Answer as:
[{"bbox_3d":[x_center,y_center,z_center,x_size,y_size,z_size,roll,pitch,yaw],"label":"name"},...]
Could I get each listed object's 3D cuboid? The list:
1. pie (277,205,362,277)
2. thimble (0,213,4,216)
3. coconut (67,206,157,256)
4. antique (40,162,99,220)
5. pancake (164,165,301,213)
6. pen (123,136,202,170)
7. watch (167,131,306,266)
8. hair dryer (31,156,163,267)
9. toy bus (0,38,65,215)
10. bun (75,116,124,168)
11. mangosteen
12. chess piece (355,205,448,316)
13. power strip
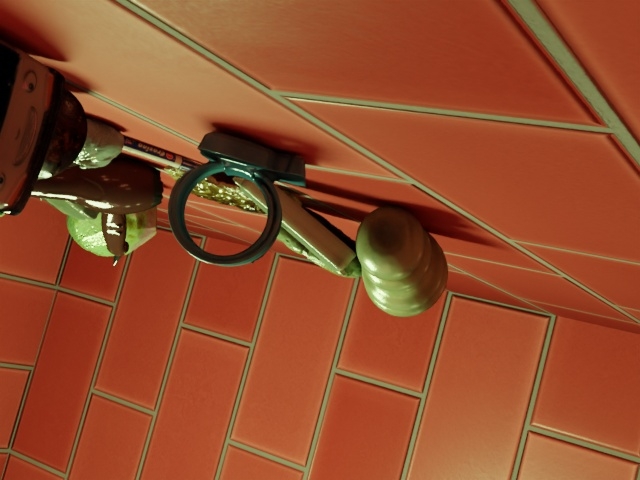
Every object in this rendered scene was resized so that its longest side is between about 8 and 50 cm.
[{"bbox_3d":[0.000,0.000,1.999,0.240,0.054,0.240,31,-163,-11],"label":"pie"},{"bbox_3d":[-0.807,-0.171,2.183,0.254,0.167,0.288,22,175,29],"label":"thimble"},{"bbox_3d":[-0.513,-0.072,2.382,0.236,0.236,0.204,16,-162,-16],"label":"coconut"},{"bbox_3d":[-0.607,-0.165,2.118,0.125,0.150,0.284,8,163,38],"label":"antique"},{"bbox_3d":[-0.191,-0.112,1.904,0.244,0.057,0.266,26,166,-36],"label":"pancake"},{"bbox_3d":[-0.300,-0.159,1.774,0.204,0.025,0.025,17,175,-33],"label":"pen"},{"bbox_3d":[-0.129,-0.054,1.451,0.211,0.193,0.211,16,177,1],"label":"watch"},{"bbox_3d":[-0.509,-0.048,2.109,0.312,0.123,0.340,-2,142,-11],"label":"hair dryer"},{"bbox_3d":[-0.572,-0.191,1.168,0.440,0.209,0.249,16,174,13],"label":"toy bus"},{"bbox_3d":[-0.415,-0.170,1.651,0.141,0.083,0.141,16,172,2],"label":"bun"},{"bbox_3d":[-0.430,-0.166,1.360,0.156,0.146,0.181,14,176,39],"label":"mangosteen"},{"bbox_3d":[0.143,0.031,1.791,0.182,0.182,0.330,14,170,15],"label":"chess piece"},{"bbox_3d":[-0.047,-0.037,1.738,0.270,0.046,0.118,40,176,-4],"label":"power strip"}]
